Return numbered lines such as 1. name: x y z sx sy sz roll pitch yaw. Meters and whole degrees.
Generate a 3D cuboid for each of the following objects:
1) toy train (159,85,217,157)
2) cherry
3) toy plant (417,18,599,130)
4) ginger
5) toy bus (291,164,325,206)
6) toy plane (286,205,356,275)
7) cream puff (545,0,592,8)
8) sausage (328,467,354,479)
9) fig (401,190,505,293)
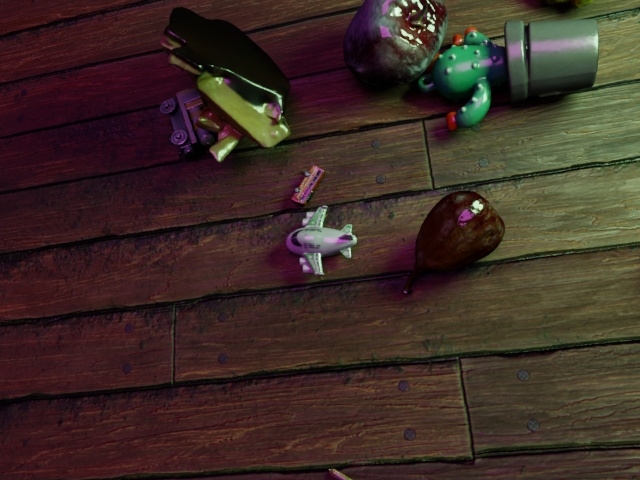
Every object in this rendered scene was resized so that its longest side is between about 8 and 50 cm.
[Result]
1. toy train: -0.357 -0.324 1.451 0.132 0.083 0.200 -23 69 1
2. cherry: 0.180 -0.504 1.295 0.296 0.218 0.255 5 73 60
3. toy plant: 0.429 -0.407 1.253 0.400 0.185 0.279 0 90 21
4. ginger: -0.276 -0.395 1.349 0.211 0.358 0.413 -51 53 30
5. toy bus: -0.031 -0.137 1.339 0.043 0.031 0.110 28 79 13
6. toy plane: 0.000 0.001 1.258 0.174 0.080 0.174 -5 70 14
7. cream puff: 0.641 -0.702 1.286 0.244 0.244 0.196 34 53 21
8. sausage: 0.061 0.505 1.102 0.100 0.015 0.015 24 78 19
9. fig: 0.272 0.015 1.167 0.274 0.170 0.145 -47 48 15
